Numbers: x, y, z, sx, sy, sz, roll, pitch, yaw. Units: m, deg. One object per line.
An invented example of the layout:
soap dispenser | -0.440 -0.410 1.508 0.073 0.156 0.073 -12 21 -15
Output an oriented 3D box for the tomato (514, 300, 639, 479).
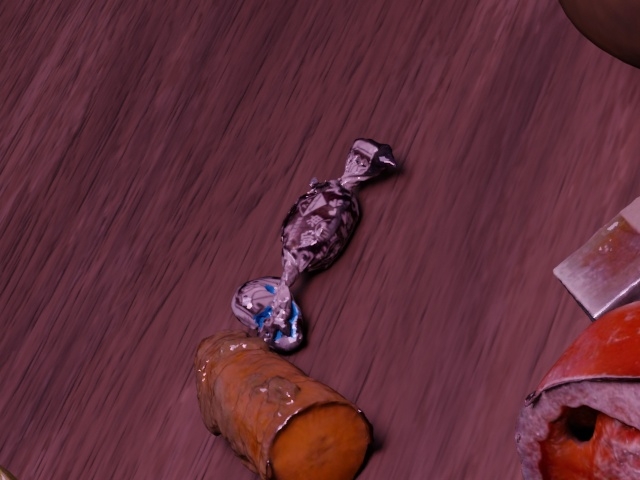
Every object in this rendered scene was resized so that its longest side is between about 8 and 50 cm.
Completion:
tomato | 0.255 0.118 1.262 0.214 0.180 0.155 6 39 38

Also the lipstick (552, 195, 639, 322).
lipstick | 0.346 -0.057 1.413 0.371 0.076 0.080 -39 34 3

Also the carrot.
carrot | -0.050 0.129 1.592 0.102 0.102 0.263 -45 30 -5

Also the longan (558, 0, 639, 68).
longan | 0.338 -0.274 1.485 0.350 0.288 0.288 -30 36 5

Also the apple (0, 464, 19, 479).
apple | -0.322 0.324 1.505 0.258 0.233 0.295 -16 26 13

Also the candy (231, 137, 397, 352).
candy | 0.000 0.000 1.707 0.094 0.051 0.226 10 60 36
